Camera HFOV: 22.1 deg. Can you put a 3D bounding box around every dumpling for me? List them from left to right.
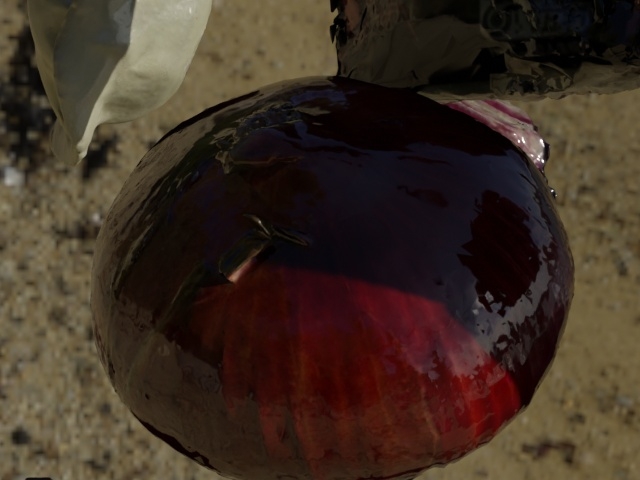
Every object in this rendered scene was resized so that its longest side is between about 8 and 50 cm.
[{"bbox_3d":[-0.152,-0.169,1.217,0.132,0.250,0.162,21,17,-5],"label":"dumpling"}]

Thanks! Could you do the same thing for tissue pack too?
[{"bbox_3d":[0.115,-0.245,0.940,0.123,0.332,0.245,0,-1,-44],"label":"tissue pack"}]

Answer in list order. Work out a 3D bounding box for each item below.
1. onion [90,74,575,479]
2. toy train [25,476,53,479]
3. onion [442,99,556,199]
[{"bbox_3d":[0.004,0.007,0.780,0.248,0.161,0.248,8,31,-5],"label":"onion"},{"bbox_3d":[-0.197,0.247,1.017,0.136,0.091,0.228,0,47,-9],"label":"toy train"},{"bbox_3d":[0.078,-0.061,1.683,0.146,0.280,0.314,12,21,-40],"label":"onion"}]
